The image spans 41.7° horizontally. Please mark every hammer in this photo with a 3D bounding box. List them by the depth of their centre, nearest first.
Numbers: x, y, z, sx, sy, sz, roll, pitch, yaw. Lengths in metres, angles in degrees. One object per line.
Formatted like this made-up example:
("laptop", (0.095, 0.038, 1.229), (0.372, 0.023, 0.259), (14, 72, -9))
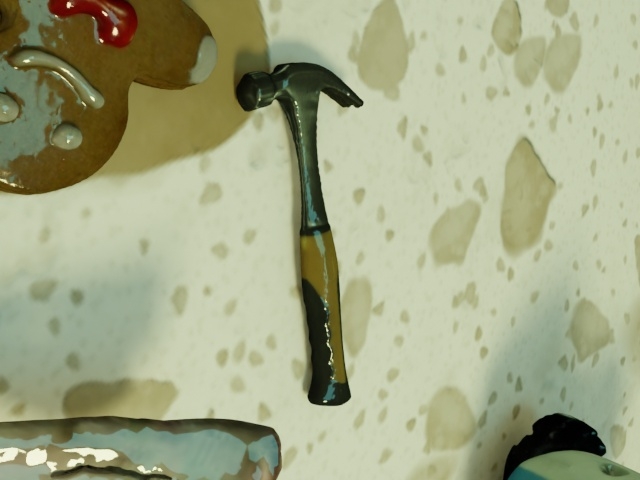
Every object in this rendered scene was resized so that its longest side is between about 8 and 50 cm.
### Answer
("hammer", (0.000, 0.000, 0.476), (0.078, 0.021, 0.201), (-21, 112, -41))

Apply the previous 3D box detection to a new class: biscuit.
("biscuit", (-0.093, -0.114, 0.359), (0.138, 0.031, 0.205), (30, 77, -44))

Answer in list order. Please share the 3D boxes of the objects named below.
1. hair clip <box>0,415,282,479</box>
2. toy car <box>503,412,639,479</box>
("hair clip", (-0.156, 0.082, 0.299), (0.300, 0.069, 0.173), (11, 88, -35))
("toy car", (0.225, 0.263, 0.635), (0.255, 0.188, 0.190), (42, 76, -44))
